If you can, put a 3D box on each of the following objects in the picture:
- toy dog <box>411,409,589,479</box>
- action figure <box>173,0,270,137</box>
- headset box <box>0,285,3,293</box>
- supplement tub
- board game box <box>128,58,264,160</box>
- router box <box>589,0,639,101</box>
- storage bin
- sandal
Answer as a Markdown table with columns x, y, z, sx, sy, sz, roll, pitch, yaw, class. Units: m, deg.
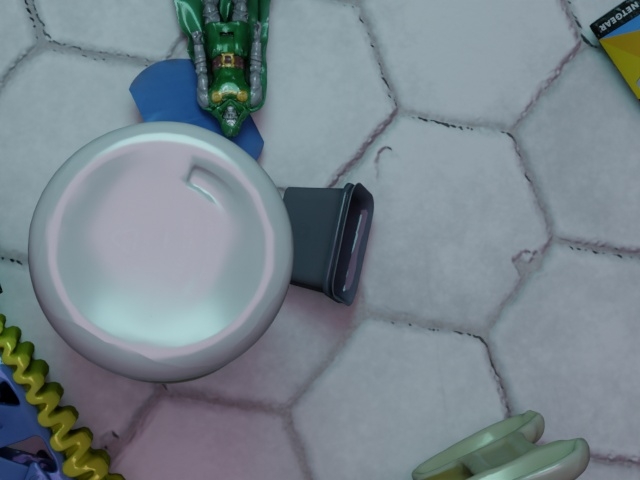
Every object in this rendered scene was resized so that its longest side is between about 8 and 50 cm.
| x | y | z | sx | sy | sz | roll | pitch | yaw | class |
| --- | --- | --- | --- | --- | --- | --- | --- | --- | --- |
| 0.200 | 0.436 | 1.085 | 0.395 | 0.284 | 0.407 | -26 | 88 | -10 | toy dog |
| -0.108 | -0.228 | 1.236 | 0.137 | 0.063 | 0.232 | -5 | 73 | -1 | action figure |
| -0.511 | -0.008 | 1.079 | 0.283 | 0.131 | 0.246 | -24 | 70 | 0 | headset box |
| -0.158 | 0.027 | 1.070 | 0.236 | 0.325 | 0.235 | 1 | 81 | -8 | supplement tub |
| -0.147 | -0.135 | 1.240 | 0.133 | 0.033 | 0.168 | -17 | 72 | -32 | board game box |
| 0.443 | -0.262 | 1.294 | 0.179 | 0.046 | 0.133 | -35 | 87 | 24 | router box |
| 0.000 | 0.000 | 1.223 | 0.091 | 0.098 | 0.135 | 9 | 80 | 22 | storage bin |
| -0.328 | 0.205 | 1.127 | 0.138 | 0.126 | 0.317 | -33 | 86 | -7 | sandal |
